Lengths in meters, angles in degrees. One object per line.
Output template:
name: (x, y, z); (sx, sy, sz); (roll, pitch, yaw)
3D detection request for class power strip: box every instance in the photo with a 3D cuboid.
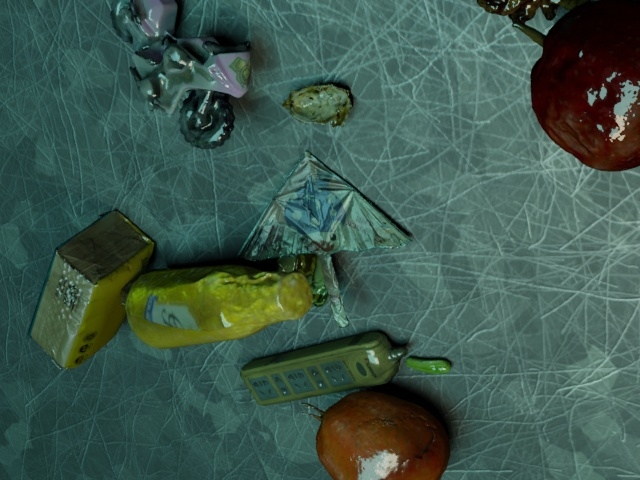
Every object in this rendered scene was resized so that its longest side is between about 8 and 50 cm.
power strip: (0.005, 0.242, 2.072); (0.388, 0.066, 0.092); (-18, 108, 38)

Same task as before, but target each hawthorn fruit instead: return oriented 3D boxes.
hawthorn fruit: (0.084, 0.361, 2.006); (0.299, 0.211, 0.211); (31, 130, 25)
hawthorn fruit: (0.370, -0.222, 1.477); (0.266, 0.210, 0.230); (40, 156, 24)

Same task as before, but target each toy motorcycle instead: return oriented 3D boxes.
toy motorcycle: (-0.224, -0.318, 1.850); (0.188, 0.143, 0.327); (-42, 76, 33)

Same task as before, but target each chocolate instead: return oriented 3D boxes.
chocolate: (-0.185, 0.104, 1.997); (0.445, 0.162, 0.162); (-11, 111, 50)

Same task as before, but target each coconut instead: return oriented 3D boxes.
coconut: (-0.032, 0.064, 1.987); (0.133, 0.055, 0.158); (34, 114, 12)

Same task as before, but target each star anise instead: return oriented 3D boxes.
star anise: (0.302, -0.367, 1.469); (0.177, 0.073, 0.234); (5, 140, -17)

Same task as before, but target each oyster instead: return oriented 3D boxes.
oyster: (-0.006, -0.229, 1.823); (0.132, 0.029, 0.086); (25, 121, 22)

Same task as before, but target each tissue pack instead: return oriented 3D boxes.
tissue pack: (-0.453, 0.101, 2.197); (0.134, 0.192, 0.271); (38, 131, 10)

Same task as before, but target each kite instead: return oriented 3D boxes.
kite: (0.000, 0.000, 1.924); (0.335, 0.011, 0.314); (-6, 99, 26)

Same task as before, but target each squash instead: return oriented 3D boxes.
squash: (0.190, 0.222, 1.968); (0.089, 0.027, 0.027); (0, 117, 34)
